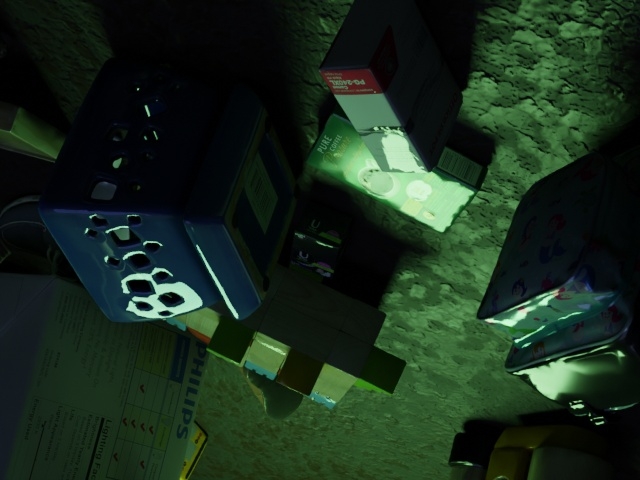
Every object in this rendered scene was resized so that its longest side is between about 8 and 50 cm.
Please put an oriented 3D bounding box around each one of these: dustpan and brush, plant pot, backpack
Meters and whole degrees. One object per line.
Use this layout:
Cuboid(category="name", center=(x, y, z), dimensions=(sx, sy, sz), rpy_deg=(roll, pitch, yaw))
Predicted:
Cuboid(category="dustpan and brush", center=(-0.295, -0.064, 1.704), dimensions=(0.147, 0.060, 0.211), rpy_deg=(50, 152, 22))
Cuboid(category="plant pot", center=(-0.159, -0.051, 1.470), dimensions=(0.212, 0.236, 0.236), rpy_deg=(5, 145, 20))
Cuboid(category="backpack", center=(0.284, 0.021, 1.214), dimensions=(0.191, 0.253, 0.225), rpy_deg=(38, 152, -11))

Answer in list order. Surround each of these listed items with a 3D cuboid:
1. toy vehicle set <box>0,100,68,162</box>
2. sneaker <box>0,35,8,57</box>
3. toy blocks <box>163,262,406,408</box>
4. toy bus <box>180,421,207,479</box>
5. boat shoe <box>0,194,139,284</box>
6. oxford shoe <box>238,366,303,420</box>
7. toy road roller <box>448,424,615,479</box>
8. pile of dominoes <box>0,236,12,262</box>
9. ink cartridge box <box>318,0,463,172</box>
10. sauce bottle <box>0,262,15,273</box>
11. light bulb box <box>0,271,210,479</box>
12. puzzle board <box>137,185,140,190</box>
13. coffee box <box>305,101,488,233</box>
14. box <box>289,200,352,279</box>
Cuboid(category="toy vehicle set", center=(-0.469, -0.164, 1.651), dimensions=(0.266, 0.035, 0.166), rpy_deg=(15, 173, 18))
Cuboid(category="sneaker", center=(-0.460, -0.227, 1.578), dimensions=(0.071, 0.066, 0.188), rpy_deg=(41, 148, -26))
Cuboid(category="toy blocks", center=(-0.079, 0.112, 1.742), dimensions=(0.381, 0.191, 0.261), rpy_deg=(26, 161, 0))
Cuboid(category="toy bus", center=(-0.378, 0.390, 2.444), dimensions=(0.332, 0.108, 0.130), rpy_deg=(2, 142, 36))
Cuboid(category="boat shoe", center=(-0.359, 0.012, 1.843), dimensions=(0.319, 0.099, 0.116), rpy_deg=(9, 146, 28))
Cuboid(category="oxford shoe", center=(-0.084, 0.215, 2.004), dimensions=(0.076, 0.076, 0.212), rpy_deg=(43, 166, 36))
Cuboid(category="toy road roller", center=(0.332, 0.403, 1.842), dimensions=(0.240, 0.203, 0.329), rpy_deg=(26, 158, -25))
Cuboid(category="pile of dominoes", center=(-0.593, 0.026, 2.105), dimensions=(0.251, 0.040, 0.196), rpy_deg=(-7, 123, 50))
Cuboid(category="ink cartridge box", center=(0.073, -0.153, 1.240), dimensions=(0.063, 0.109, 0.150), rpy_deg=(2, 142, 34))
Cuboid(category="sauce bottle", center=(-0.491, 0.086, 2.119), dimensions=(0.128, 0.042, 0.042), rpy_deg=(40, 149, -5))
Cuboid(category="light bulb box", center=(-0.391, 0.264, 1.915), dimensions=(0.225, 0.358, 0.361), rpy_deg=(3, 164, 36))
Cuboid(category="puzzle board", center=(-0.203, -0.055, 1.709), dimensions=(0.096, 0.011, 0.128), rpy_deg=(24, 151, 1))
Cuboid(category="coffee box", center=(0.083, -0.085, 1.409), dimensions=(0.184, 0.040, 0.113), rpy_deg=(27, 150, -2))
Cuboid(category="box", center=(0.000, 0.000, 1.596), dimensions=(0.062, 0.052, 0.083), rpy_deg=(21, 149, 5))
